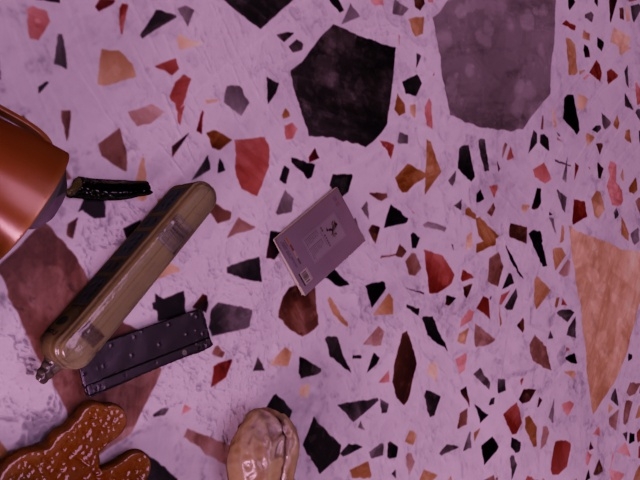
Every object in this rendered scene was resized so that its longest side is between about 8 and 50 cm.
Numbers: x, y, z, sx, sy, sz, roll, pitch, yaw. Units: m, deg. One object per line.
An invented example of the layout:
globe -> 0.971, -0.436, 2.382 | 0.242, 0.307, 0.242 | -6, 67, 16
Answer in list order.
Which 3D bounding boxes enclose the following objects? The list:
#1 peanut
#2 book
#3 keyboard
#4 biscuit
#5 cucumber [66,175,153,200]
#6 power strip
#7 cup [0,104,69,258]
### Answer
peanut -> -0.094, 0.423, 1.418 | 0.130, 0.130, 0.290 | -1, 88, -40
book -> 0.000, 0.000, 1.570 | 0.182, 0.014, 0.127 | -42, 115, -32
keyboard -> -0.274, 0.172, 1.338 | 0.231, 0.023, 0.072 | -19, 95, -39
biscuit -> -0.387, 0.367, 1.227 | 0.295, 0.044, 0.186 | -32, 106, -34
cucumber -> -0.319, -0.076, 1.295 | 0.135, 0.033, 0.034 | 4, 125, -39
power strip -> -0.296, 0.054, 1.275 | 0.066, 0.092, 0.387 | 49, 60, -27
cup -> -0.463, -0.115, 1.110 | 0.264, 0.182, 0.226 | 37, 34, -26
